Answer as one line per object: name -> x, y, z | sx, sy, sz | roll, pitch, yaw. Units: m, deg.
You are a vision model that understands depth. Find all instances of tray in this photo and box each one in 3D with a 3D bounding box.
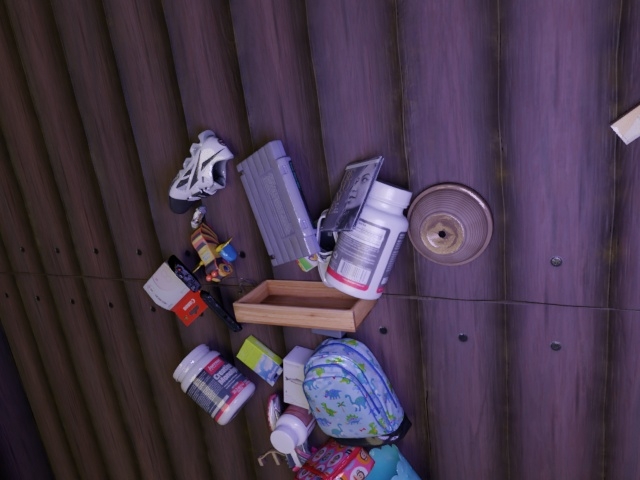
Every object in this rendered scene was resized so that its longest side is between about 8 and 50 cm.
tray -> -0.047, 0.199, 1.521 | 0.412, 0.203, 0.076 | -1, 109, 27

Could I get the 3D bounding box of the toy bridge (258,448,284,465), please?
toy bridge -> -0.175, 0.870, 1.926 | 0.188, 0.026, 0.063 | -18, 98, 30

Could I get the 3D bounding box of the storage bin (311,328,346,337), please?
storage bin -> 0.035, 0.274, 1.574 | 0.135, 0.091, 0.098 | 7, 111, 25

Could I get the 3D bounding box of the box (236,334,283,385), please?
box -> -0.219, 0.448, 1.788 | 0.178, 0.042, 0.109 | 36, 120, 11

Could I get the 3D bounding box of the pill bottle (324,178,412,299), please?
pill bottle -> 0.142, -0.009, 1.355 | 0.177, 0.176, 0.318 | 24, 103, 17

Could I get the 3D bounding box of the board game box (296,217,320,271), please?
board game box -> 0.000, 0.000, 1.528 | 0.260, 0.039, 0.124 | -33, 92, 34

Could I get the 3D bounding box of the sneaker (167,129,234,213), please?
sneaker -> -0.399, -0.191, 1.604 | 0.146, 0.122, 0.330 | 41, 121, 10

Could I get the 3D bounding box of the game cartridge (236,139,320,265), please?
game cartridge -> -0.130, -0.107, 1.480 | 0.230, 0.068, 0.354 | -18, 92, 48

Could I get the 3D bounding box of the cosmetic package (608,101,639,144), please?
cosmetic package -> 0.717, -0.275, 1.069 | 0.060, 0.041, 0.115 | 49, 121, 3

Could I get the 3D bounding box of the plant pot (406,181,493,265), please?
plant pot -> 0.340, -0.032, 1.303 | 0.238, 0.110, 0.237 | 9, 111, 24

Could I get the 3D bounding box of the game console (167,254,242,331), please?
game console -> -0.419, 0.196, 1.744 | 0.044, 0.213, 0.361 | -43, 106, -11

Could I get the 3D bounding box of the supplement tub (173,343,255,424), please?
supplement tub -> -0.403, 0.546, 1.827 | 0.272, 0.191, 0.191 | 39, 120, 9

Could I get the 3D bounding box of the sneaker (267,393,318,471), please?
sneaker -> -0.112, 0.706, 1.800 | 0.112, 0.121, 0.299 | -26, 95, 2

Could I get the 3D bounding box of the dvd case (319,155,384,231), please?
dvd case -> 0.084, -0.125, 1.325 | 0.018, 0.221, 0.165 | 30, 166, -26

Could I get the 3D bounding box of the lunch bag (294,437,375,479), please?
lunch bag -> 0.031, 0.792, 1.618 | 0.120, 0.258, 0.293 | 51, 154, 2

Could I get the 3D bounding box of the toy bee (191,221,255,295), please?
toy bee -> -0.351, 0.069, 1.647 | 0.298, 0.162, 0.195 | 33, 108, 10

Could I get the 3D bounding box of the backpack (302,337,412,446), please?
backpack -> 0.090, 0.486, 1.542 | 0.290, 0.273, 0.355 | -12, 94, 33

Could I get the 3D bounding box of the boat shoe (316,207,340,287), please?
boat shoe -> 0.019, 0.033, 1.460 | 0.095, 0.084, 0.257 | 3, 110, 24

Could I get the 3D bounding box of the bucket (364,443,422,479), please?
bucket -> 0.216, 0.846, 1.591 | 0.281, 0.281, 0.183 | -39, 93, 31

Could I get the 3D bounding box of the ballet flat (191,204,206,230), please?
ballet flat -> -0.445, -0.076, 1.716 | 0.041, 0.041, 0.114 | 35, 120, 12

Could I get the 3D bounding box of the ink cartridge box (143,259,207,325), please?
ink cartridge box -> -0.565, 0.212, 1.871 | 0.189, 0.066, 0.232 | -42, 83, 31

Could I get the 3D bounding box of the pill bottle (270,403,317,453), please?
pill bottle -> -0.083, 0.641, 1.688 | 0.121, 0.216, 0.121 | 9, 111, 24

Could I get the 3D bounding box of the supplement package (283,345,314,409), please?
supplement package -> -0.062, 0.480, 1.686 | 0.105, 0.105, 0.179 | 9, 111, 24
